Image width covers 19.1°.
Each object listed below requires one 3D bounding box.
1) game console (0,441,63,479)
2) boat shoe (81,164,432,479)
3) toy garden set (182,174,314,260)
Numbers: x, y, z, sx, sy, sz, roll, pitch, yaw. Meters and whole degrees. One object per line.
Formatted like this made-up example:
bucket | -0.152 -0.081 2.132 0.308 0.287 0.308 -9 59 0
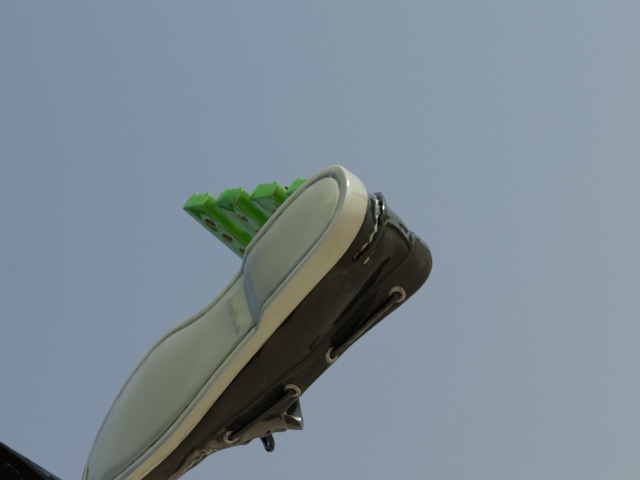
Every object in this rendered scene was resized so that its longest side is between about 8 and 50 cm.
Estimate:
game console | -0.353 0.377 1.842 0.361 0.213 0.044 -53 -3 5
boat shoe | -0.046 0.095 1.391 0.113 0.127 0.340 30 -68 -25
toy garden set | 0.000 0.000 1.982 0.204 0.244 0.049 41 -114 -26
